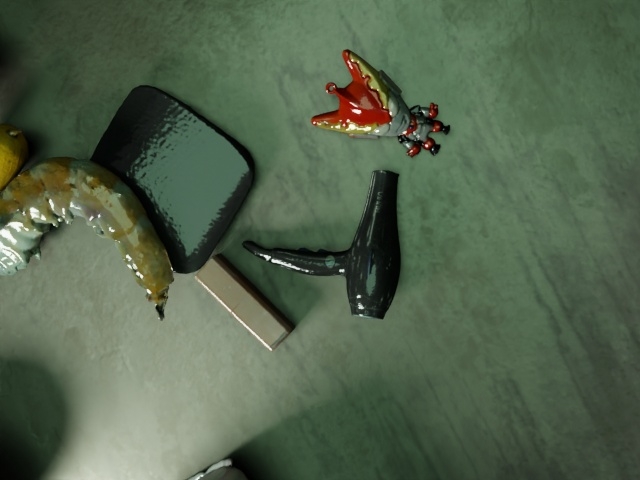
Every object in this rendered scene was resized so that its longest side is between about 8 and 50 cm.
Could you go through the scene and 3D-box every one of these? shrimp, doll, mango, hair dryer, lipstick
[{"bbox_3d":[-0.321,-0.017,1.209,0.287,0.068,0.185,14,105,5],"label":"shrimp"},{"bbox_3d":[0.084,-0.166,1.180,0.169,0.057,0.109,22,113,-10],"label":"doll"},{"bbox_3d":[-0.453,-0.086,1.219,0.066,0.101,0.187,40,107,-14],"label":"mango"},{"bbox_3d":[0.000,0.000,1.202,0.219,0.075,0.196,5,84,13],"label":"hair dryer"},{"bbox_3d":[-0.101,0.083,1.220,0.145,0.045,0.045,44,98,3],"label":"lipstick"}]

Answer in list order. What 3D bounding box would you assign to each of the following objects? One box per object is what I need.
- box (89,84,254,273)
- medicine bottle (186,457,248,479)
[{"bbox_3d":[-0.207,-0.082,1.221,0.212,0.042,0.201,33,97,4],"label":"box"},{"bbox_3d":[-0.094,0.497,1.163,0.213,0.213,0.379,-33,90,7],"label":"medicine bottle"}]
